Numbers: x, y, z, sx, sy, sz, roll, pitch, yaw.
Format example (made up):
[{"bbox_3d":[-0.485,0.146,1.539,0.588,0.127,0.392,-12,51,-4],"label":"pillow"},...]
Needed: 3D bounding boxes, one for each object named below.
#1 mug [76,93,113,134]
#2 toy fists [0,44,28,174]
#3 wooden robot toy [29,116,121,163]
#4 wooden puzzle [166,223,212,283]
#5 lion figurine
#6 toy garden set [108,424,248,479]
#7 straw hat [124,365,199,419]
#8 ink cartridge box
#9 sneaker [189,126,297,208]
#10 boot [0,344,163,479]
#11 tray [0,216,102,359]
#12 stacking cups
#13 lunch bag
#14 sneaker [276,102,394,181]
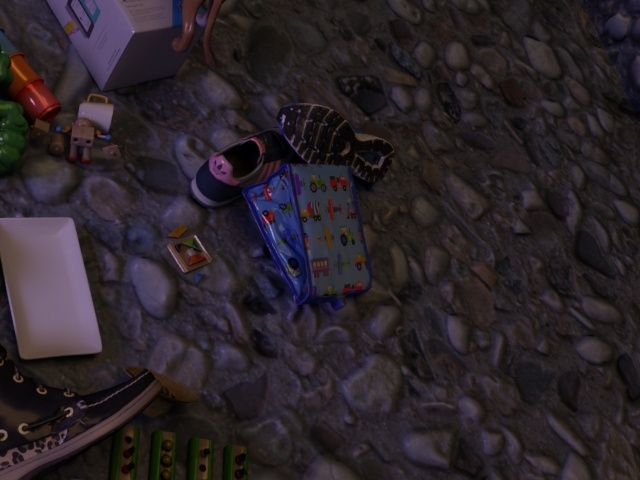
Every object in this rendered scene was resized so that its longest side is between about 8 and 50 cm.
[{"bbox_3d":[-0.447,-0.249,1.896,0.064,0.062,0.078,11,24,-18],"label":"mug"},{"bbox_3d":[-0.607,-0.254,1.717,0.142,0.096,0.279,-13,85,-37],"label":"toy fists"},{"bbox_3d":[-0.466,-0.201,1.837,0.173,0.076,0.079,9,41,-18],"label":"wooden robot toy"},{"bbox_3d":[-0.254,0.023,1.861,0.116,0.014,0.078,51,46,5],"label":"wooden puzzle"},{"bbox_3d":[-0.235,-0.552,1.841,0.142,0.240,0.392,-14,71,-40],"label":"lion figurine"},{"bbox_3d":[-0.226,0.414,1.584,0.244,0.049,0.203,16,52,-25],"label":"toy garden set"},{"bbox_3d":[-0.283,0.270,1.634,0.144,0.144,0.061,26,90,-17],"label":"straw hat"},{"bbox_3d":[-0.406,-0.487,1.984,0.198,0.197,0.270,-22,74,-42],"label":"ink cartridge box"},{"bbox_3d":[-0.129,-0.175,2.002,0.112,0.131,0.319,47,46,2],"label":"sneaker"},{"bbox_3d":[-0.458,0.216,1.455,0.377,0.138,0.284,-28,85,-24],"label":"boot"},{"bbox_3d":[-0.475,0.082,1.659,0.145,0.030,0.270,-1,60,-36],"label":"tray"},{"bbox_3d":[-0.623,-0.351,1.823,0.316,0.096,0.096,51,46,3],"label":"stacking cups"},{"bbox_3d":[0.000,0.000,1.963,0.221,0.138,0.293,-5,71,-53],"label":"lunch bag"},{"bbox_3d":[0.012,-0.221,2.117,0.147,0.129,0.330,29,4,42],"label":"sneaker"}]
